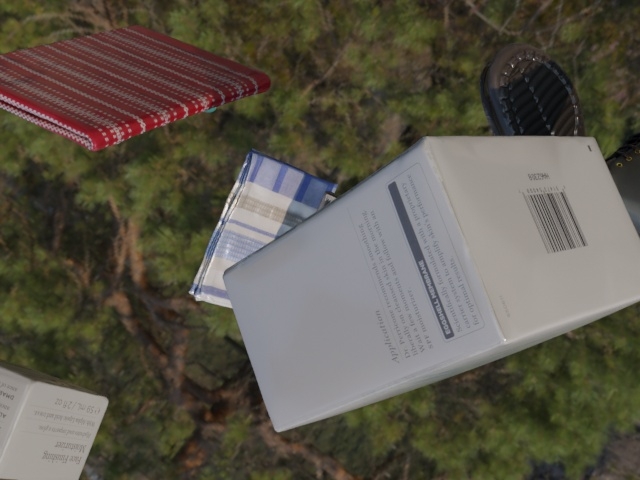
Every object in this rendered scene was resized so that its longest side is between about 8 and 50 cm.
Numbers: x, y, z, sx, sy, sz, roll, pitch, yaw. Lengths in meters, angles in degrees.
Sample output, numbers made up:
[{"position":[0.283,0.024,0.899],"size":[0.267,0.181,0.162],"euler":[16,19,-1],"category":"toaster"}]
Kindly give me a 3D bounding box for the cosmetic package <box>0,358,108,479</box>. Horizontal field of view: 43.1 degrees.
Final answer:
[{"position":[-0.354,0.223,0.861],"size":[0.151,0.183,0.151],"euler":[14,168,21],"category":"cosmetic package"}]

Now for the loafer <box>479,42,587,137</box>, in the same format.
[{"position":[0.326,-0.138,1.234],"size":[0.366,0.134,0.130],"euler":[54,166,-31],"category":"loafer"}]

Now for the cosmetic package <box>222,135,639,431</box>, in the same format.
[{"position":[0.090,0.032,0.616],"size":[0.225,0.224,0.138],"euler":[-31,74,43],"category":"cosmetic package"}]

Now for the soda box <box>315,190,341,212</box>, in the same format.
[{"position":[0.000,0.000,1.404],"size":[0.053,0.169,0.060],"euler":[25,-175,3],"category":"soda box"}]

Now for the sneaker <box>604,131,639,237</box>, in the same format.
[{"position":[0.370,-0.105,0.922],"size":[0.118,0.222,0.083],"euler":[15,162,-14],"category":"sneaker"}]

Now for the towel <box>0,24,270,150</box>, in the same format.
[{"position":[-0.200,-0.161,0.822],"size":[0.199,0.275,0.031],"euler":[24,122,22],"category":"towel"}]

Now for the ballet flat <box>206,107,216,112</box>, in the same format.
[{"position":[-0.235,-0.285,1.412],"size":[0.057,0.052,0.168],"euler":[-19,148,25],"category":"ballet flat"}]

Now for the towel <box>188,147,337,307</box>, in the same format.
[{"position":[-0.096,-0.002,1.463],"size":[0.209,0.285,0.034],"euler":[21,-177,-35],"category":"towel"}]
